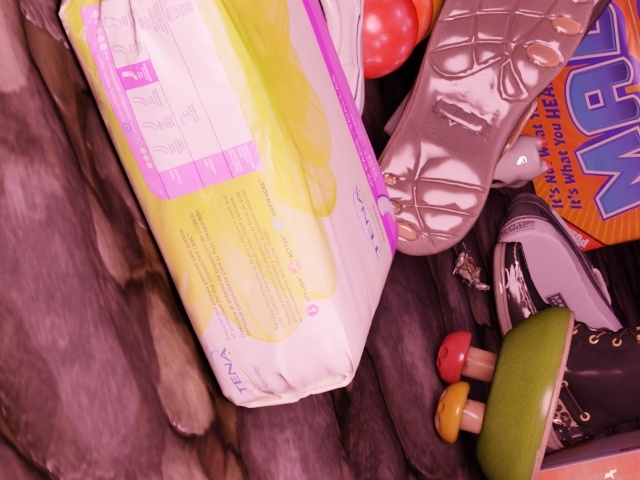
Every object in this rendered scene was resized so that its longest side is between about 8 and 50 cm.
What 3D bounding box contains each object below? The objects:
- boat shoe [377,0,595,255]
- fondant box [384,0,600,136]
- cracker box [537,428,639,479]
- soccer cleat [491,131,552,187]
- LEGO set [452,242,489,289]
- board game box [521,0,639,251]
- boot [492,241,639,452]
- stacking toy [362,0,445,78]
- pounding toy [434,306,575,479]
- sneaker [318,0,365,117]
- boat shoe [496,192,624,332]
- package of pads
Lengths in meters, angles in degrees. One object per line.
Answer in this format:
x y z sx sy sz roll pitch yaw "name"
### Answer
0.135 -0.135 1.568 0.123 0.324 0.116 32 -5 1 "boat shoe"
0.198 -0.199 1.777 0.096 0.238 0.330 37 19 4 "fondant box"
0.308 0.246 1.885 0.232 0.155 0.067 -2 78 -71 "cracker box"
0.205 -0.089 2.008 0.196 0.076 0.068 -175 -109 -88 "soccer cleat"
0.138 0.020 1.783 0.083 0.023 0.054 60 16 -3 "LEGO set"
0.465 -0.198 2.401 0.356 0.356 0.357 -12 87 -73 "board game box"
0.288 0.097 1.907 0.085 0.178 0.236 -37 112 -71 "boot"
0.073 -0.226 1.630 0.141 0.141 0.330 69 25 -19 "stacking toy"
0.145 0.163 1.591 0.183 0.110 0.237 -15 119 -83 "pounding toy"
-0.010 -0.203 1.384 0.091 0.094 0.258 47 32 -63 "sneaker"
0.284 0.076 2.053 0.301 0.108 0.102 56 26 -28 "boat shoe"
-0.045 -0.067 1.152 0.229 0.101 0.296 -67 138 -64 "package of pads"
